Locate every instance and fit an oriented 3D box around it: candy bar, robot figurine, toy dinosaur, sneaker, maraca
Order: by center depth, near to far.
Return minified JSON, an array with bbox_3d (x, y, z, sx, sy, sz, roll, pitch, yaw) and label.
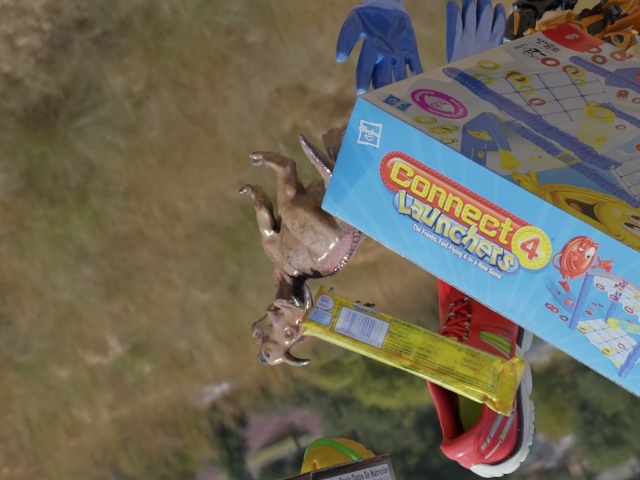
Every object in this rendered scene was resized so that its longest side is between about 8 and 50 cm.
[{"bbox_3d":[0.062,0.074,1.065,0.018,0.162,0.040,51,60,-77],"label":"candy bar"},{"bbox_3d":[0.161,0.110,1.631,0.107,0.279,0.118,-27,147,36],"label":"sneaker"},{"bbox_3d":[0.000,0.000,1.720,0.127,0.200,0.295,-9,151,-22],"label":"toy dinosaur"},{"bbox_3d":[0.337,-0.219,1.749,0.291,0.211,0.085,-24,163,-33],"label":"robot figurine"},{"bbox_3d":[0.032,0.322,1.917,0.099,0.127,0.185,-37,137,-34],"label":"maraca"}]

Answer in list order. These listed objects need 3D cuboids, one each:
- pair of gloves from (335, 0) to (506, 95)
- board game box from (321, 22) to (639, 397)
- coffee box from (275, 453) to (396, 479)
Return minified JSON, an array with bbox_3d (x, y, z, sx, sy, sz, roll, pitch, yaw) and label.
[{"bbox_3d":[0.111,-0.189,1.491,0.198,0.159,0.023,12,154,-15],"label":"pair of gloves"},{"bbox_3d":[0.212,-0.024,1.034,0.308,0.302,0.086,-26,140,-52],"label":"board game box"},{"bbox_3d":[0.004,0.295,1.131,0.141,0.246,0.098,-23,168,38],"label":"coffee box"}]
